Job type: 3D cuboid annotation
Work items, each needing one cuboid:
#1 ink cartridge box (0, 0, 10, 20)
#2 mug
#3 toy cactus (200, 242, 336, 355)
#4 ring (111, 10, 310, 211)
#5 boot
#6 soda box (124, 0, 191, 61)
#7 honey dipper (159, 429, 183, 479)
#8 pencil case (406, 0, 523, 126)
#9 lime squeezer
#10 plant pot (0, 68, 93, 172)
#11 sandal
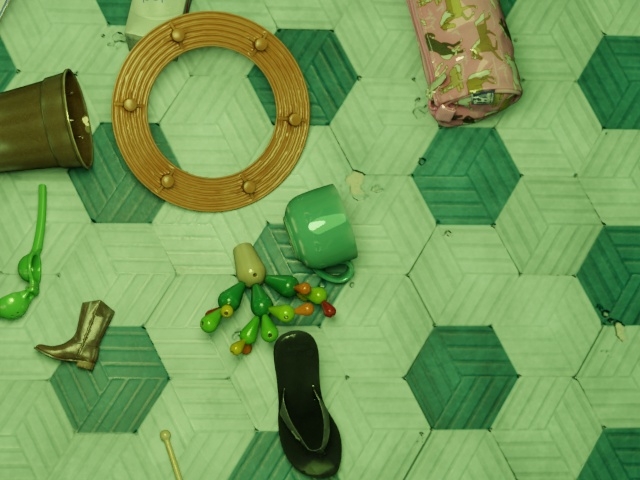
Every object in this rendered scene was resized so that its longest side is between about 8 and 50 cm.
[{"bbox_3d":[-0.618,-0.550,1.974,0.307,0.072,0.303,26,87,-3],"label":"ink cartridge box"},{"bbox_3d":[-0.001,-0.005,1.916,0.097,0.129,0.157,-18,82,-5],"label":"mug"},{"bbox_3d":[-0.099,0.090,1.920,0.219,0.112,0.180,-18,63,-5],"label":"toy cactus"},{"bbox_3d":[-0.177,-0.213,1.936,0.337,0.032,0.336,-2,97,-14],"label":"ring"},{"bbox_3d":[-0.402,0.144,1.901,0.106,0.037,0.114,19,82,-15],"label":"boot"},{"bbox_3d":[-0.259,-0.461,1.992,0.091,0.098,0.286,12,80,-3],"label":"soda box"},{"bbox_3d":[-0.228,0.383,1.879,0.030,0.030,0.160,-17,79,-8],"label":"honey dipper"},{"bbox_3d":[0.225,-0.396,1.996,0.160,0.167,0.386,-17,80,25],"label":"pencil case"},{"bbox_3d":[-0.504,0.059,1.909,0.110,0.059,0.310,27,79,31],"label":"lime squeezer"},{"bbox_3d":[-0.473,-0.183,1.900,0.165,0.167,0.167,-11,81,2],"label":"plant pot"},{"bbox_3d":[-0.028,0.272,1.868,0.097,0.054,0.254,-15,104,-5],"label":"sandal"}]
